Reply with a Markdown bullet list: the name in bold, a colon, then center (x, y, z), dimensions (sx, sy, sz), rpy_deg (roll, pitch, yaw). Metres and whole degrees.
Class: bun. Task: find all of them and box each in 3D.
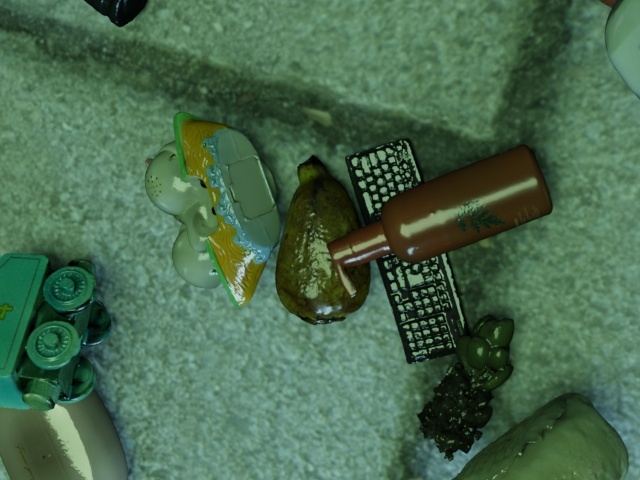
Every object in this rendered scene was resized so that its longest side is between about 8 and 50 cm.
- **bun**: center (0.222, 0.274, 1.679), dimensions (0.239, 0.239, 0.141), rpy_deg (-41, 81, 20)

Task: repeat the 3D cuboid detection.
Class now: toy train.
- **toy train**: center (-0.332, 0.106, 1.849), dimensions (0.154, 0.198, 0.107), rpy_deg (4, 147, 13)

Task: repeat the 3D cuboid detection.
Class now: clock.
- **clock**: center (-0.125, -0.035, 1.789), dimensions (0.144, 0.103, 0.231), rpy_deg (-18, 91, 43)

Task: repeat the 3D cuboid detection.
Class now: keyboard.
- **keyboard**: center (0.102, 0.013, 1.773), dimensions (0.087, 0.017, 0.251), rpy_deg (-15, 96, 20)

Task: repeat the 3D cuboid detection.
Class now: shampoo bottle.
- **shampoo bottle**: center (0.125, -0.023, 1.696), dimensions (0.244, 0.085, 0.085), rpy_deg (-23, 93, 6)

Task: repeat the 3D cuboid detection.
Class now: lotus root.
- **lotus root**: center (0.000, 0.000, 1.766), dimensions (0.108, 0.094, 0.191), rpy_deg (-5, 96, -17)

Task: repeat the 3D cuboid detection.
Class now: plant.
- **plant**: center (0.168, 0.159, 1.749), dimensions (0.085, 0.087, 0.174), rpy_deg (33, 103, 44)

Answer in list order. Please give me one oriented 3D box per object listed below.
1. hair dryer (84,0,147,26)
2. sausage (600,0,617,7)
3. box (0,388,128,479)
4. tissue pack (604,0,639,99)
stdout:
- **hair dryer**: center (-0.231, -0.398, 1.773), dimensions (0.197, 0.089, 0.251), rpy_deg (37, 100, 10)
- **sausage**: center (0.319, -0.281, 1.623), dimensions (0.054, 0.059, 0.094), rpy_deg (48, 115, 17)
- **box**: center (-0.316, 0.249, 1.914), dimensions (0.146, 0.088, 0.200), rpy_deg (-22, 94, 20)
- **tissue pack**: center (0.451, -0.172, 1.519), dimensions (0.333, 0.236, 0.229), rpy_deg (44, 119, 6)
